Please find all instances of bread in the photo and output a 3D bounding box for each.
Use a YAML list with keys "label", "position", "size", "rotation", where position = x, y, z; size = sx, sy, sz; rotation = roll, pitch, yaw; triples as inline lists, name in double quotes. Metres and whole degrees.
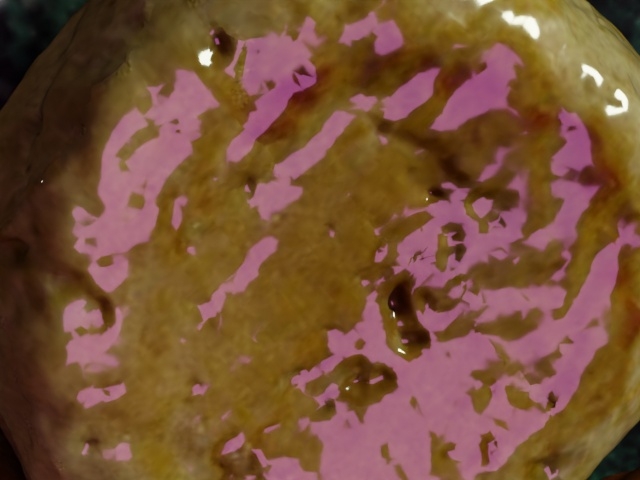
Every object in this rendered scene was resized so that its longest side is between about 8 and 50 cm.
- label: "bread"
  position: [0.000, 0.000, 0.472]
  size: [0.230, 0.123, 0.230]
  rotation: [-5, 114, -11]

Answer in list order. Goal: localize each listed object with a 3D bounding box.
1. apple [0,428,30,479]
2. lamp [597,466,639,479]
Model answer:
- label: "apple"
  position: [-0.191, 0.145, 0.472]
  size: [0.234, 0.257, 0.256]
  rotation: [4, 125, -44]
- label: "lamp"
  position: [0.171, 0.184, 0.579]
  size: [0.223, 0.196, 0.223]
  rotation: [18, 130, 23]
